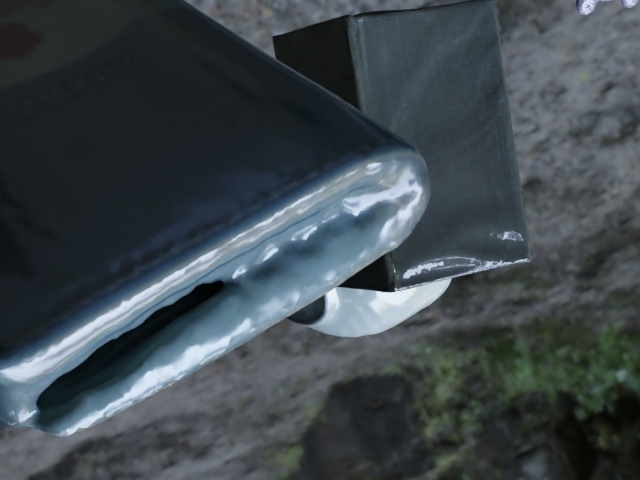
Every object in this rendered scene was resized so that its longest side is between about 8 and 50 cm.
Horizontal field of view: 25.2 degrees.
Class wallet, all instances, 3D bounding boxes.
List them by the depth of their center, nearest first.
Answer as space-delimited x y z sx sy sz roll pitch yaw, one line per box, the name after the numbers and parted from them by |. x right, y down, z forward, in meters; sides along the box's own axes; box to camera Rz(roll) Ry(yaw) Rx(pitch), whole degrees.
-0.156 -0.065 0.675 0.252 0.360 0.083 -31 141 -34 | wallet

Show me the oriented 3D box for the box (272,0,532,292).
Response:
0.068 -0.081 1.256 0.149 0.231 0.155 -11 -176 -27 | box

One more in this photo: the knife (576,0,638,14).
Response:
0.221 -0.337 0.914 0.132 0.399 0.038 -11 -148 -21 | knife

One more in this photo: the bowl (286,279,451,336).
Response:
0.000 0.000 1.594 0.145 0.277 0.277 -41 -175 -31 | bowl
